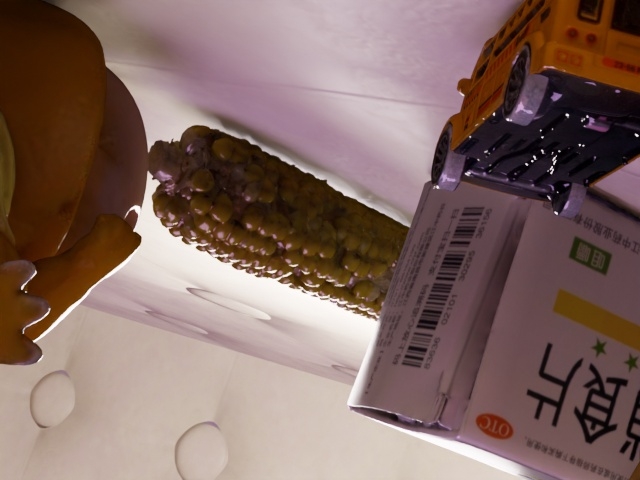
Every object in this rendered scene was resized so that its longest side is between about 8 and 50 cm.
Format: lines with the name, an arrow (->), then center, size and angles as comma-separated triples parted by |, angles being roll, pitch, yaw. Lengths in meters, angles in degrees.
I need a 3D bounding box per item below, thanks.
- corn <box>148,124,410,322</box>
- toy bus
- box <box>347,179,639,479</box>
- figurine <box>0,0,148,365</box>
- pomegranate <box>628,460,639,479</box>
corn -> 0.000, 0.000, 0.956 | 0.320, 0.097, 0.097 | 24, 169, -33
toy bus -> 0.099, -0.061, 0.508 | 0.069, 0.074, 0.162 | 13, 168, -7
box -> 0.197, 0.090, 0.821 | 0.333, 0.173, 0.145 | 24, 168, -24
figurine -> -0.255, -0.068, 0.674 | 0.401, 0.268, 0.387 | 57, 176, -15
pomegranate -> 0.303, 0.142, 0.455 | 0.410, 0.410, 0.410 | 19, 169, 4
